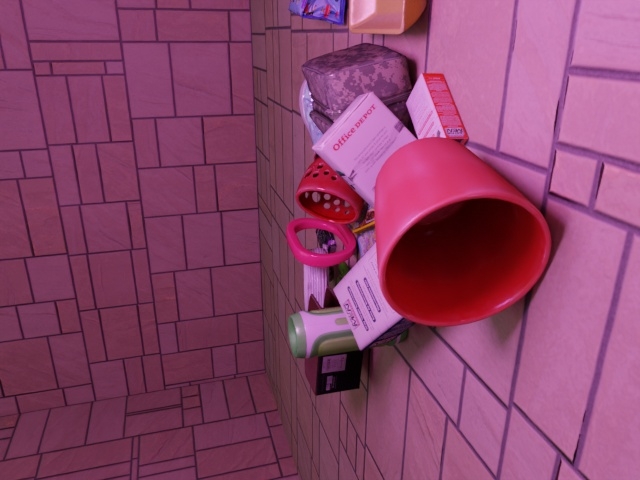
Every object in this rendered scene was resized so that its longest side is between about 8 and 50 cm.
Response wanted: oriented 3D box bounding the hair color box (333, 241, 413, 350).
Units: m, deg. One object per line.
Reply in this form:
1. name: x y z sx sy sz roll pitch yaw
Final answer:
1. hair color box: 0.167 0.101 1.180 0.173 0.105 0.347 66 148 21

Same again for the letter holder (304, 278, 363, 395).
1. letter holder: 0.028 0.295 1.667 0.214 0.152 0.301 -132 43 -60

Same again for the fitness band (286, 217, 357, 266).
1. fitness band: 0.000 0.000 1.716 0.291 0.209 0.054 -120 27 -58

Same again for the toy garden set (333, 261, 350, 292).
1. toy garden set: 0.103 0.224 1.735 0.203 0.049 0.244 -120 33 -48

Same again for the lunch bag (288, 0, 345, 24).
1. lunch bag: 0.007 -0.823 1.577 0.221 0.138 0.293 -116 34 -58

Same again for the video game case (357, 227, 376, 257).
1. video game case: 0.149 0.023 1.548 0.166 0.015 0.119 125 137 -68

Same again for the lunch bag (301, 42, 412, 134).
1. lunch bag: 0.094 -0.322 1.285 0.305 0.213 0.255 -124 15 -61

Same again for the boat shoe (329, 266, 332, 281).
1. boat shoe: -0.002 0.128 2.062 0.190 0.068 0.072 -158 52 -73

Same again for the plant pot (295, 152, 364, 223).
1. plant pot: 0.043 -0.162 1.495 0.191 0.191 0.174 118 172 -64

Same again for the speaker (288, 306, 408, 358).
1. speaker: 0.071 0.230 1.370 0.131 0.297 0.131 174 90 -75

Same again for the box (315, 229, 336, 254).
1. box: 0.019 -0.009 1.991 0.116 0.029 0.162 105 153 -52

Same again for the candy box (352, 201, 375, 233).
1. candy box: 0.136 -0.084 1.500 0.206 0.027 0.105 153 124 -74

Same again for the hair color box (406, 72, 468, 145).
1. hair color box: 0.233 -0.245 1.064 0.093 0.054 0.167 115 147 -60

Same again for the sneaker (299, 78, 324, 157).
1. sneaker: 0.032 -0.342 1.648 0.150 0.135 0.365 -155 49 -71

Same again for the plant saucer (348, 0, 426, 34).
1. plant saucer: 0.155 -0.632 1.154 0.333 0.081 0.332 -128 34 -63

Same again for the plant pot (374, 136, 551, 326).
1. plant pot: 0.209 -0.034 0.889 0.243 0.275 0.274 -98 12 -50

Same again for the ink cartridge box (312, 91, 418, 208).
1. ink cartridge box: 0.115 -0.181 1.116 0.219 0.160 0.092 43 177 -18

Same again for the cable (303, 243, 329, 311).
1. cable: -0.014 0.151 1.834 0.257 0.089 0.256 -93 2 -80
